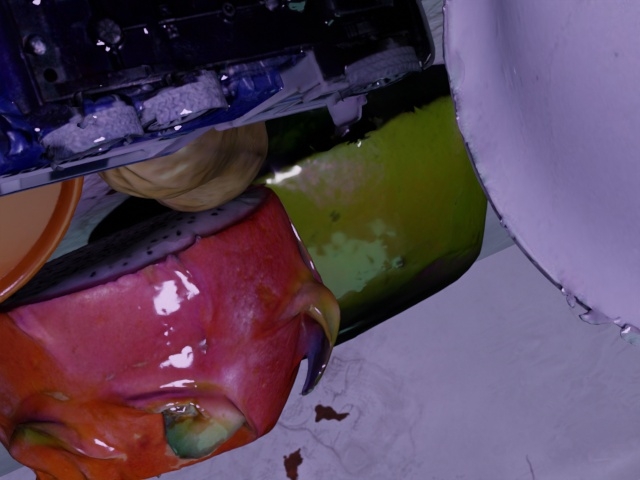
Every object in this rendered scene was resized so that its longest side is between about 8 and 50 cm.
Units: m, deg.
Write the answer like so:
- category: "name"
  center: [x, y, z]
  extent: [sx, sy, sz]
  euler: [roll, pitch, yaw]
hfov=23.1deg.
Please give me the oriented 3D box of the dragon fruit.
- category: "dragon fruit"
  center: [-0.122, 0.087, 1.170]
  extent: [0.291, 0.189, 0.290]
  euler: [-22, -174, 2]

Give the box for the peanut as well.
- category: "peanut"
  center: [-0.092, -0.070, 1.026]
  extent: [0.103, 0.098, 0.229]
  euler: [11, 176, 11]

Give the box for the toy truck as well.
- category: "toy truck"
  center: [-0.085, -0.100, 0.807]
  extent: [0.268, 0.124, 0.155]
  euler: [-16, 174, -37]

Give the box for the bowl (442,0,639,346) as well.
- category: "bowl"
  center: [0.186, -0.137, 0.564]
  extent: [0.345, 0.157, 0.345]
  euler: [-7, 124, -11]

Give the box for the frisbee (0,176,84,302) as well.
- category: "frisbee"
  center: [-0.234, -0.019, 0.966]
  extent: [0.192, 0.035, 0.192]
  euler: [-31, 145, -24]

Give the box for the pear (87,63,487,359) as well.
- category: "pear"
  center: [0.001, 0.004, 1.447]
  extent: [0.399, 0.165, 0.399]
  euler: [-25, 170, -4]
